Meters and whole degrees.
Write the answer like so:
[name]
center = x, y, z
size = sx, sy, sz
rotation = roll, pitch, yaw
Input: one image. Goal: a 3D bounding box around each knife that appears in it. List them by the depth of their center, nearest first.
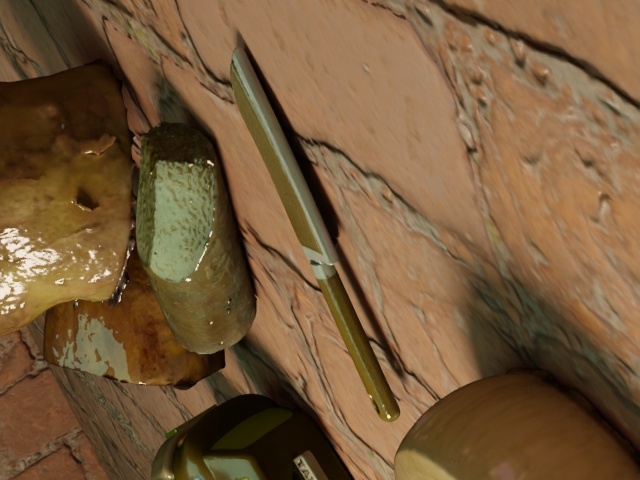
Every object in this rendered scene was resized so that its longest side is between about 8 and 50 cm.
[knife]
center = 0.000, 0.000, 1.290
size = 0.343, 0.027, 0.061
rotation = 66, 166, -17

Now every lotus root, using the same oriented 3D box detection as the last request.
[lotus root]
center = -0.198, 0.059, 1.816
size = 0.188, 0.199, 0.179
rotation = 7, 98, 26

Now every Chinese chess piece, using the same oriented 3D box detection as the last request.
[Chinese chess piece]
center = 0.156, 0.211, 1.088
size = 0.257, 0.104, 0.257
rotation = 52, 163, 23

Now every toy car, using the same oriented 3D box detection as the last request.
[toy car]
center = -0.049, 0.281, 1.740
size = 0.247, 0.204, 0.198
rotation = 59, 142, 4

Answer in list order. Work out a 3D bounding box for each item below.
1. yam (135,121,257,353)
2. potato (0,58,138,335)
[yam]
center = -0.123, 0.005, 1.545
size = 0.106, 0.106, 0.259
rotation = 46, 162, 35
[potato]
center = -0.349, -0.041, 1.642
size = 0.301, 0.237, 0.288
rotation = 1, 92, 58
